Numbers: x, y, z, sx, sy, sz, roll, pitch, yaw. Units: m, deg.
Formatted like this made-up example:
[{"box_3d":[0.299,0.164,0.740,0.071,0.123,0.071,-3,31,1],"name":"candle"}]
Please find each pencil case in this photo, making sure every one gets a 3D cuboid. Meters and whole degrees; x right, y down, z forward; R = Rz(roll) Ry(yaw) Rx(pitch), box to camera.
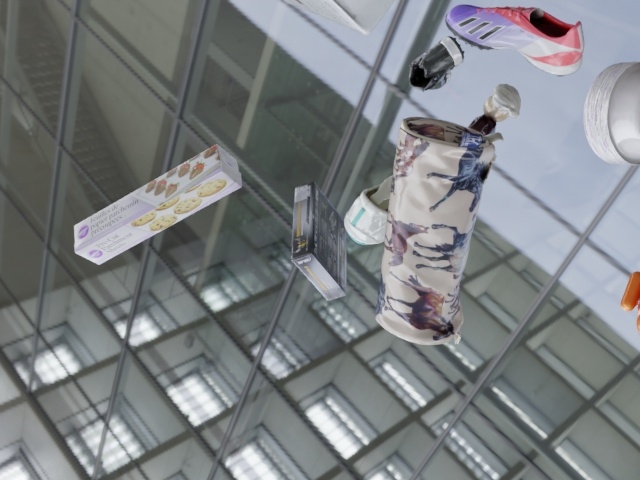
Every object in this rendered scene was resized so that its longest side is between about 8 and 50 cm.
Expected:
[{"box_3d":[0.209,-0.013,1.432,0.183,0.410,0.160,10,-162,10],"name":"pencil case"}]

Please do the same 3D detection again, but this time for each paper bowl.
[{"box_3d":[0.874,-0.348,2.148,0.284,0.284,0.148,-4,-170,-29],"name":"paper bowl"}]

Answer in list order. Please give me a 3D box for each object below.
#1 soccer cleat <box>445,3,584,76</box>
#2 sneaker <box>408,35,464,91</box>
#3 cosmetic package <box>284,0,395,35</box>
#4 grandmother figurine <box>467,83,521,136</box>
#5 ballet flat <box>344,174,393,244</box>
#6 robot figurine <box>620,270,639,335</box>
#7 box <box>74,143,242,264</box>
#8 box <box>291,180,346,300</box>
[{"box_3d":[0.407,-0.453,1.646,0.318,0.116,0.108,31,-118,28],"name":"soccer cleat"},{"box_3d":[0.226,-0.356,1.651,0.106,0.234,0.078,-33,-91,-4],"name":"sneaker"},{"box_3d":[-0.011,-0.586,1.269,0.329,0.327,0.394,33,-172,-31],"name":"cosmetic package"},{"box_3d":[0.368,-0.242,1.936,0.104,0.342,0.208,40,-171,6],"name":"grandmother figurine"},{"box_3d":[0.220,-0.114,1.715,0.400,0.139,0.139,-28,-120,-34],"name":"ballet flat"},{"box_3d":[0.666,0.118,1.474,0.158,0.128,0.219,31,-118,-19],"name":"robot figurine"},{"box_3d":[-0.287,-0.059,1.367,0.067,0.324,0.063,41,-152,-52],"name":"box"},{"box_3d":[0.000,0.000,1.889,0.183,0.056,0.231,51,-149,-43],"name":"box"}]
